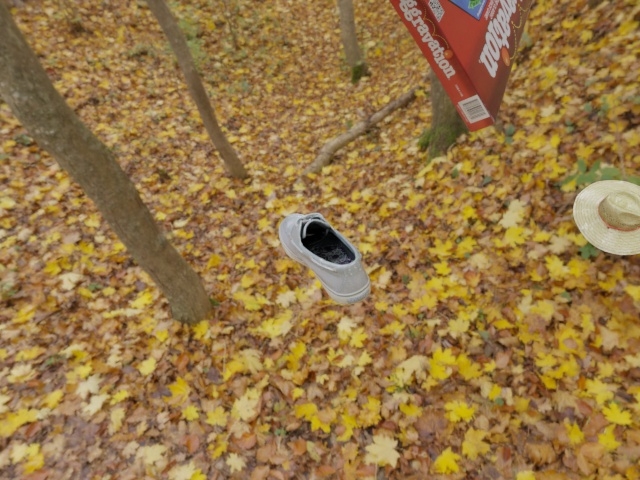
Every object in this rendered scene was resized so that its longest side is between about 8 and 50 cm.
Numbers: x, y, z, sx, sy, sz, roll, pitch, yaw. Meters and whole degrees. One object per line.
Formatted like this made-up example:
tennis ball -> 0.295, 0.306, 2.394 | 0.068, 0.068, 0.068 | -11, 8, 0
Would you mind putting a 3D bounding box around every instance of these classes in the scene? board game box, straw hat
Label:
board game box -> 0.155, -0.250, 0.415 | 0.027, 0.145, 0.281 | -11, 43, 46
straw hat -> 0.508, -0.051, 0.712 | 0.145, 0.061, 0.144 | -6, 69, 16

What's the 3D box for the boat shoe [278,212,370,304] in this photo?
boat shoe -> -0.001, 0.001, 0.627 | 0.079, 0.081, 0.227 | -24, 37, -18
